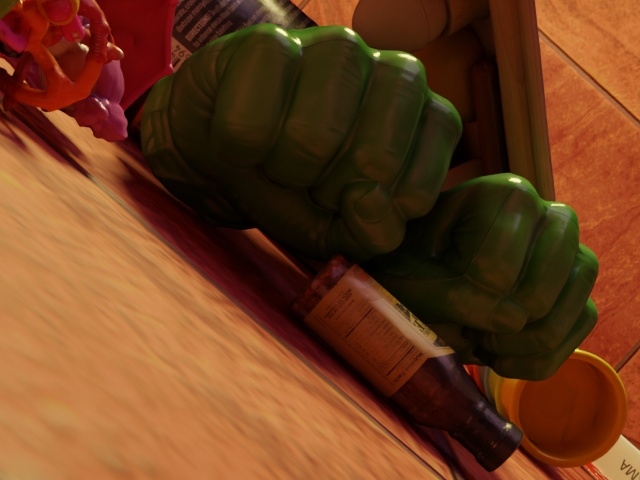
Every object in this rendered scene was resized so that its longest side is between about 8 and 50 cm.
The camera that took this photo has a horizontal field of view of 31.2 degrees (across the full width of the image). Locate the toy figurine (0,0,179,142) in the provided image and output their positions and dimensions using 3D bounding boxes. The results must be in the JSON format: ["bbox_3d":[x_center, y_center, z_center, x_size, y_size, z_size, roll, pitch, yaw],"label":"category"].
[{"bbox_3d":[-0.109,-0.098,0.460,0.159,0.130,0.173,53,14,-57],"label":"toy figurine"}]

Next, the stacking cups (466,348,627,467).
[{"bbox_3d":[0.179,0.118,1.045,0.096,0.096,0.316,41,0,-7],"label":"stacking cups"}]

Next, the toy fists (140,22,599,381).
[{"bbox_3d":[0.037,-0.011,0.612,0.142,0.096,0.279,-18,-48,44],"label":"toy fists"}]

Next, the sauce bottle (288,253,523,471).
[{"bbox_3d":[0.043,0.061,0.560,0.128,0.042,0.042,42,3,0],"label":"sauce bottle"}]

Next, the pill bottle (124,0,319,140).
[{"bbox_3d":[-0.116,-0.150,0.716,0.246,0.130,0.130,41,3,-6],"label":"pill bottle"}]

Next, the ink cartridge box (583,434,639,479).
[{"bbox_3d":[0.383,0.291,1.345,0.239,0.060,0.275,40,3,-41],"label":"ink cartridge box"}]

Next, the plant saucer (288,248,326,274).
[{"bbox_3d":[0.000,0.000,0.912,0.198,0.036,0.198,42,4,-3],"label":"plant saucer"}]

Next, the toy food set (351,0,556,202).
[{"bbox_3d":[0.055,-0.089,0.765,0.220,0.092,0.306,-134,-152,-56],"label":"toy food set"}]
